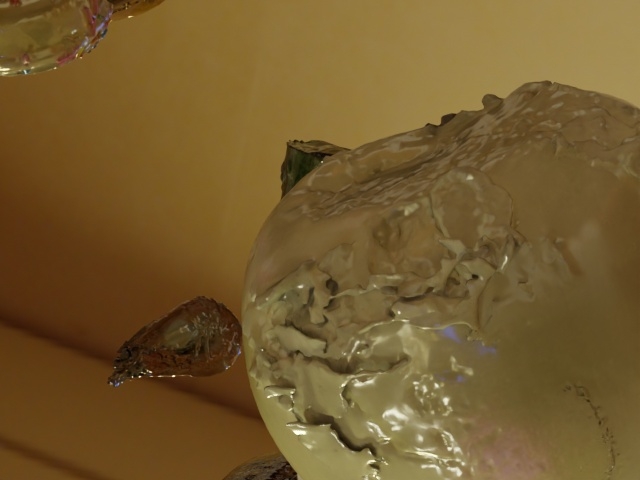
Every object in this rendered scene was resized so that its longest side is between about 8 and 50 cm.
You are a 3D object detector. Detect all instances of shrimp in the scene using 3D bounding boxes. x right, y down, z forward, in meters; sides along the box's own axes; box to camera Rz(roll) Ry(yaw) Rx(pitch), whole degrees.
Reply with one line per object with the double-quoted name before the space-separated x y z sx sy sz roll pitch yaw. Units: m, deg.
"shrimp" -0.156 0.114 1.881 0.184 0.043 0.091 -20 -109 -38

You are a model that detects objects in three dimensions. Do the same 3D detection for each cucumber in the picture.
"cucumber" -0.001 0.000 2.093 0.134 0.244 0.134 10 -168 -2

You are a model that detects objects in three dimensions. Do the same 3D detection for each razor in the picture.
"razor" -0.049 0.345 2.393 0.189 0.107 0.327 -16 -179 21

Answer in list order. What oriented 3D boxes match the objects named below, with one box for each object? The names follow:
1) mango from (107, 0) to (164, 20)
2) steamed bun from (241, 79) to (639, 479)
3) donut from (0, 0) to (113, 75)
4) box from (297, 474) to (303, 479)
"mango" -0.275 -0.303 2.004 0.249 0.156 0.151 -28 -125 -3
"steamed bun" 0.117 0.079 1.165 0.334 0.312 0.233 -26 -163 24
"donut" -0.242 -0.199 1.504 0.108 0.065 0.166 20 -136 27
"box" 0.068 0.224 1.691 0.130 0.051 0.129 21 -143 39
